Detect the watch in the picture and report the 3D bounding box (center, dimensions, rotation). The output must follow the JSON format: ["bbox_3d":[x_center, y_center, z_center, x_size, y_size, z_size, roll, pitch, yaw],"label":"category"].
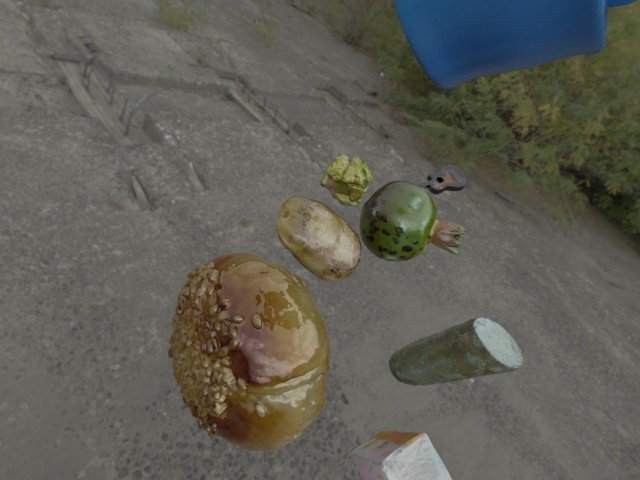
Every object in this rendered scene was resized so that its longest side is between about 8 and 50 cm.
[{"bbox_3d":[0.147,-0.294,0.325,0.242,0.305,0.274,-4,31,35],"label":"watch"}]

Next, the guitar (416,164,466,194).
[{"bbox_3d":[0.319,-0.164,1.258,0.234,0.025,0.088,-17,59,-9],"label":"guitar"}]

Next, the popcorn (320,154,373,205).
[{"bbox_3d":[0.070,-0.158,1.100,0.126,0.126,0.145,36,-1,-7],"label":"popcorn"}]

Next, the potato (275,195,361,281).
[{"bbox_3d":[0.000,0.000,0.667,0.170,0.080,0.107,37,50,-41],"label":"potato"}]

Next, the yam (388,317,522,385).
[{"bbox_3d":[0.304,0.280,1.031,0.133,0.330,0.133,22,54,-33],"label":"yam"}]

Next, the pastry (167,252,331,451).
[{"bbox_3d":[-0.162,0.224,0.869,0.245,0.409,0.409,-7,47,-40],"label":"pastry"}]

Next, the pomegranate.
[{"bbox_3d":[0.173,-0.029,0.822,0.205,0.159,0.159,18,27,18],"label":"pomegranate"}]

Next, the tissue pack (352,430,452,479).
[{"bbox_3d":[0.176,0.506,0.878,0.124,0.225,0.184,-26,75,-20],"label":"tissue pack"}]
